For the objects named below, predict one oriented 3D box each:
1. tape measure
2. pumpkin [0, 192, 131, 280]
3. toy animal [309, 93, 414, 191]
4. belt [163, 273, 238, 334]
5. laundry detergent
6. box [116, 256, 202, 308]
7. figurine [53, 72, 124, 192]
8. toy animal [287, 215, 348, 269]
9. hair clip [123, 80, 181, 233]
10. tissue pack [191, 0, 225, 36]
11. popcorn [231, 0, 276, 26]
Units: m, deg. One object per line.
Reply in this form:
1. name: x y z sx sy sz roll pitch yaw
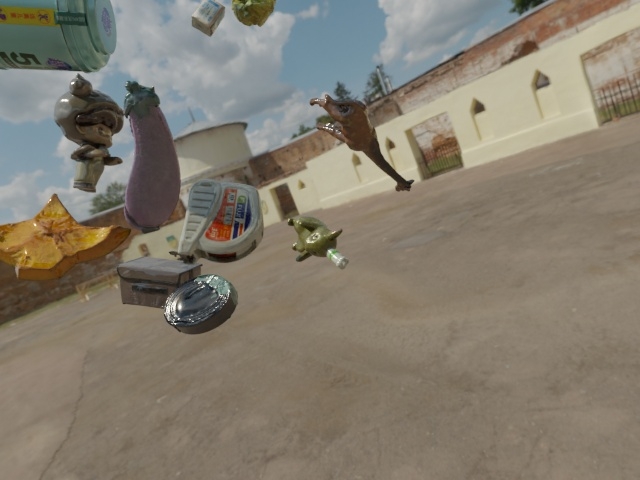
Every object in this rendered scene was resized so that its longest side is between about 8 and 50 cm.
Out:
1. tape measure: -0.308 -0.052 1.300 0.266 0.257 0.130 5 -25 -6
2. pumpkin: -0.707 -0.005 1.105 0.291 0.095 0.258 26 42 14
3. toy animal: 0.092 -0.203 0.887 0.066 0.230 0.224 -54 -25 -20
4. belt: -0.330 0.175 1.169 0.199 0.151 0.078 -24 -34 -5
5. laundry detergent: -0.764 -0.627 1.177 0.306 0.286 0.287 -1 4 -8
6. box: -0.592 0.158 1.559 0.253 0.153 0.188 4 9 9
7. figurine: -0.806 -0.359 1.458 0.204 0.379 0.248 0 -4 3
8. toy animal: -0.020 0.000 1.791 0.181 0.180 0.363 -7 18 -17
9. hair clip: -0.412 -0.194 1.017 0.096 0.357 0.110 4 10 37
10. tissue pack: -0.351 -0.703 1.310 0.094 0.074 0.059 -61 7 -15
11. popcorn: -0.282 -0.983 1.715 0.186 0.187 0.167 21 18 22
